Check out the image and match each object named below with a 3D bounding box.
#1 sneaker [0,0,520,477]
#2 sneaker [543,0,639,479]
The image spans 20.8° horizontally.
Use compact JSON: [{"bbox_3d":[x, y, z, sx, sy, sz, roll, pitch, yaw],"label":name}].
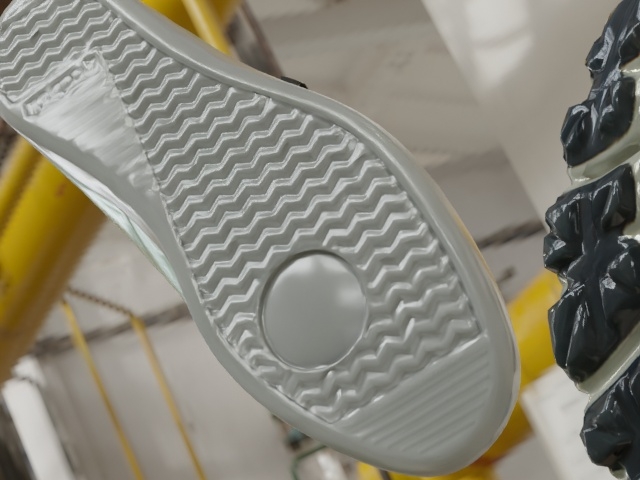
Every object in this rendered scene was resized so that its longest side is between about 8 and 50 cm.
[{"bbox_3d":[0.000,-0.001,0.640,0.094,0.256,0.151,-51,-34,5],"label":"sneaker"},{"bbox_3d":[0.147,0.059,0.369,0.122,0.283,0.110,-7,-21,-47],"label":"sneaker"}]
